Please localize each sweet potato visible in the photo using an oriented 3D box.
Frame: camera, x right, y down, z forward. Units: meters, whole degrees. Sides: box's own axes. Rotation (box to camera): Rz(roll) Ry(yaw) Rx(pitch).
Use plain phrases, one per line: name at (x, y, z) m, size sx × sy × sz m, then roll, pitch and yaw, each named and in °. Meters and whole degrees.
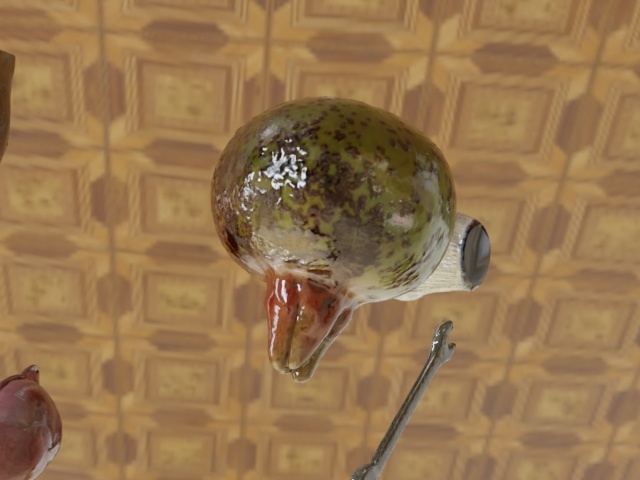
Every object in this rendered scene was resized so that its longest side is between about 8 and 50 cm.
sweet potato at (-0.390, -0.132, 1.619) m, size 0.077 × 0.243 × 0.077 m, roll -1°, pitch 142°, yaw -1°

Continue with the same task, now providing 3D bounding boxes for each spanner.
spanner at (0.096, 0.193, 1.607) m, size 0.015 × 0.254 × 0.054 m, roll 11°, pitch 144°, yaw 33°

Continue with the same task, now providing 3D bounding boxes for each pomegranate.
pomegranate at (0.000, 0.000, 1.230) m, size 0.214 × 0.248 × 0.214 m, roll 15°, pitch 168°, yaw 3°

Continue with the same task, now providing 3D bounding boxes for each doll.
doll at (-0.413, 0.212, 1.620) m, size 0.256 × 0.196 × 0.152 m, roll -7°, pitch 121°, yaw 20°

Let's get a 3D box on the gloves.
gloves at (0.065, 0.013, 1.500) m, size 0.229 × 0.097 × 0.119 m, roll -1°, pitch 113°, yaw 18°
